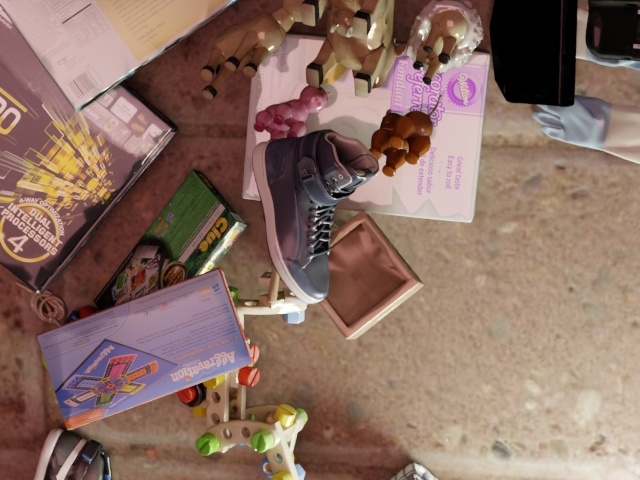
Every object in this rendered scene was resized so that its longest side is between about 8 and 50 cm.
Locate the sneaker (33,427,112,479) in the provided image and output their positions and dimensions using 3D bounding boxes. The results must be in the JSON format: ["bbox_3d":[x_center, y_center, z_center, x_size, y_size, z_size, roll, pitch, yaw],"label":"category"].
[{"bbox_3d":[-0.388,0.408,2.066,0.121,0.079,0.217,17,100,6],"label":"sneaker"}]

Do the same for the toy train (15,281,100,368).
[{"bbox_3d":[-0.378,0.155,1.987,0.248,0.143,0.105,36,102,0],"label":"toy train"}]

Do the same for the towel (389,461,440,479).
[{"bbox_3d":[0.150,0.506,1.993,0.235,0.121,0.284,-44,92,13],"label":"towel"}]

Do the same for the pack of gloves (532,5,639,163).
[{"bbox_3d":[0.388,-0.220,1.820,0.232,0.046,0.195,23,118,42],"label":"pack of gloves"}]

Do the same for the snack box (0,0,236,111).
[{"bbox_3d":[-0.261,-0.345,1.855,0.322,0.060,0.187,-35,96,-4],"label":"snack box"}]

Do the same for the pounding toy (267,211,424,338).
[{"bbox_3d":[0.009,0.036,1.871,0.181,0.094,0.206,-39,81,6],"label":"pounding toy"}]

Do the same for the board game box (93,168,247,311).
[{"bbox_3d":[-0.224,0.035,1.967,0.260,0.030,0.136,-51,49,13],"label":"board game box"}]

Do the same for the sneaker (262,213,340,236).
[{"bbox_3d":[0.000,0.000,1.946,0.188,0.071,0.066,29,103,1],"label":"sneaker"}]

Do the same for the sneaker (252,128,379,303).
[{"bbox_3d":[0.008,-0.034,1.746,0.163,0.086,0.226,-12,97,36],"label":"sneaker"}]

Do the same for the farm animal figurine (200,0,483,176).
[{"bbox_3d":[0.027,-0.258,1.748,0.330,0.172,0.327,26,142,3],"label":"farm animal figurine"}]

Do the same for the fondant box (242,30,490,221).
[{"bbox_3d":[0.065,-0.165,1.897,0.330,0.096,0.238,6,100,5],"label":"fondant box"}]

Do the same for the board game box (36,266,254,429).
[{"bbox_3d":[-0.248,0.153,1.894,0.281,0.027,0.145,-20,82,4],"label":"board game box"}]

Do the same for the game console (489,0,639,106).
[{"bbox_3d":[0.366,-0.276,1.755,0.361,0.044,0.213,13,108,47],"label":"game console"}]

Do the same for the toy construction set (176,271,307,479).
[{"bbox_3d":[-0.098,0.188,1.953,0.215,0.151,0.328,12,94,30],"label":"toy construction set"}]

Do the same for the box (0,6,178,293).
[{"bbox_3d":[-0.454,-0.166,1.937,0.395,0.097,0.318,41,94,-7],"label":"box"}]
